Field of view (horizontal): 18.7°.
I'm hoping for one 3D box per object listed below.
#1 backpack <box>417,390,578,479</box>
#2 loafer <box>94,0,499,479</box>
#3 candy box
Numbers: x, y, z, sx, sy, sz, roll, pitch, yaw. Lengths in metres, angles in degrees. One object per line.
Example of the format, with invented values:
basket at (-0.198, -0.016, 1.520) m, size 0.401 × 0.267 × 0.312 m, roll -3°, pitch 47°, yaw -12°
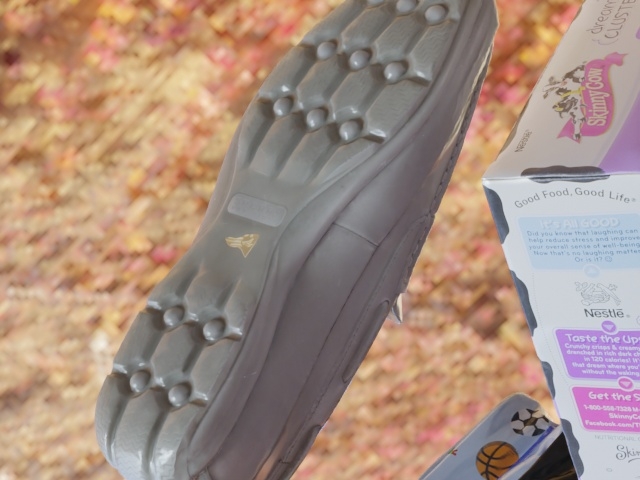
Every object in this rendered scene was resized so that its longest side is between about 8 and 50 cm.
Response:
backpack at (0.157, 0.258, 1.356) m, size 0.213 × 0.276 × 0.263 m, roll 42°, pitch 166°, yaw 42°
loafer at (0.000, 0.000, 1.007) m, size 0.112 × 0.319 × 0.111 m, roll 24°, pitch 167°, yaw 39°
candy box at (0.146, 0.006, 0.787) m, size 0.165 × 0.070 × 0.196 m, roll -58°, pitch -44°, yaw -44°
